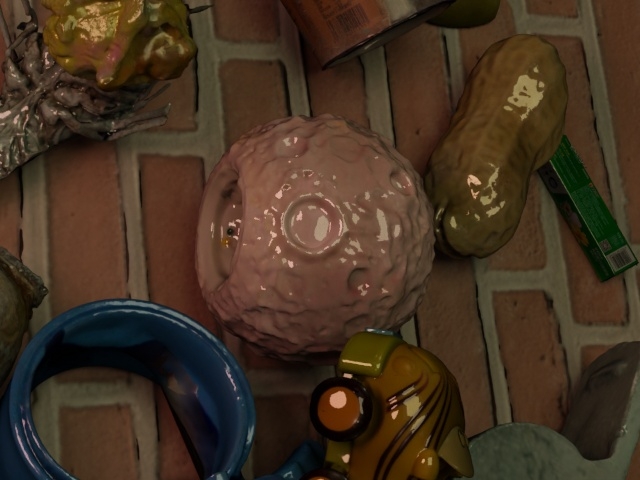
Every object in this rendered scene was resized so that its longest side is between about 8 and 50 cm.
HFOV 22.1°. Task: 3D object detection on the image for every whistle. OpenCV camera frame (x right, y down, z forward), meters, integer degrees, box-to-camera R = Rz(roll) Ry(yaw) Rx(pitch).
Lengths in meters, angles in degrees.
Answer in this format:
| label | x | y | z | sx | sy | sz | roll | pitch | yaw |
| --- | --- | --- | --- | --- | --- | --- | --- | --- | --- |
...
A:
| label | x | y | z | sx | sy | sz | roll | pitch | yaw |
| --- | --- | --- | --- | --- | --- | --- | --- | --- | --- |
| whistle | 0.235 | 0.266 | 1.726 | 0.405 | 0.168 | 0.188 | -27 | 84 | -29 |

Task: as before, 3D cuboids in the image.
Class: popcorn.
| label | x | y | z | sx | sy | sz | roll | pitch | yaw |
| --- | --- | --- | --- | --- | --- | --- | --- | --- | --- |
| popcorn | -0.195 | -0.205 | 1.566 | 0.145 | 0.126 | 0.125 | 31 | 100 | -38 |

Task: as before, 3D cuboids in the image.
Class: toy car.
| label | x | y | z | sx | sy | sz | roll | pitch | yaw |
| --- | --- | --- | --- | --- | --- | --- | --- | --- | --- |
| toy car | 0.072 | 0.212 | 1.539 | 0.142 | 0.200 | 0.248 | 10 | 88 | 16 |

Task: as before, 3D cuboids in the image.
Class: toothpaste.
| label | x | y | z | sx | sy | sz | roll | pitch | yaw |
| --- | --- | --- | --- | --- | --- | --- | --- | --- | --- |
| toothpaste | 0.312 | -0.038 | 1.944 | 0.043 | 0.037 | 0.178 | -27 | 84 | -26 |

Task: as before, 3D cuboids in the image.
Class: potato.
| label | x | y | z | sx | sy | sz | roll | pitch | yaw |
| --- | --- | --- | --- | --- | --- | --- | --- | --- | --- |
| potato | 0.146 | -0.311 | 1.941 | 0.149 | 0.081 | 0.120 | -22 | 80 | -29 |

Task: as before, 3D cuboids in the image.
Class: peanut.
| label | x | y | z | sx | sy | sz | roll | pitch | yaw |
| --- | --- | --- | --- | --- | --- | --- | --- | --- | --- |
| peanut | 0.199 | -0.106 | 1.869 | 0.130 | 0.130 | 0.290 | 33 | 65 | -10 |

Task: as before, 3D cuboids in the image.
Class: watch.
| label | x | y | z | sx | sy | sz | roll | pitch | yaw |
| --- | --- | --- | --- | --- | --- | --- | --- | --- | --- |
| watch | -0.150 | 0.187 | 1.560 | 0.305 | 0.241 | 0.274 | -19 | 69 | -34 |

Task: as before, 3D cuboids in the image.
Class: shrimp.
| label | x | y | z | sx | sy | sz | roll | pitch | yaw |
| --- | --- | --- | --- | --- | --- | --- | --- | --- | --- |
| shrimp | -0.270 | -0.160 | 1.668 | 0.221 | 0.166 | 0.410 | 44 | 73 | 11 |

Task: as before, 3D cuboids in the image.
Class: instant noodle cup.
| label | x | y | z | sx | sy | sz | roll | pitch | yaw |
| --- | --- | --- | --- | --- | --- | --- | --- | --- | --- |
| instant noodle cup | 0.032 | -0.318 | 1.827 | 0.217 | 0.217 | 0.207 | -27 | 91 | -29 |

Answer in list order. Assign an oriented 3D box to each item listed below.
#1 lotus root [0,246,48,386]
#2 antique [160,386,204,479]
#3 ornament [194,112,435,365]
| label | x | y | z | sx | sy | sz | roll | pitch | yaw |
| --- | --- | --- | --- | --- | --- | --- | --- | --- | --- |
| lotus root | -0.397 | 0.129 | 1.487 | 0.175 | 0.175 | 0.349 | 40 | 62 | -6 |
| antique | -0.113 | 0.226 | 1.672 | 0.031 | 0.015 | 0.192 | -20 | 81 | -28 |
| ornament | 0.000 | 0.000 | 1.669 | 0.225 | 0.259 | 0.259 | 8 | 69 | -21 |
